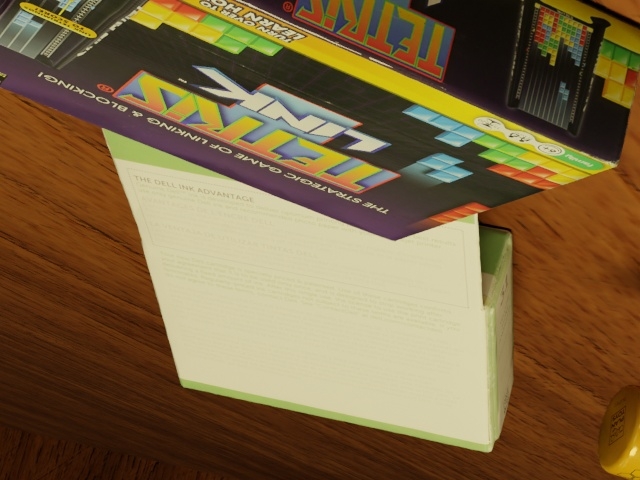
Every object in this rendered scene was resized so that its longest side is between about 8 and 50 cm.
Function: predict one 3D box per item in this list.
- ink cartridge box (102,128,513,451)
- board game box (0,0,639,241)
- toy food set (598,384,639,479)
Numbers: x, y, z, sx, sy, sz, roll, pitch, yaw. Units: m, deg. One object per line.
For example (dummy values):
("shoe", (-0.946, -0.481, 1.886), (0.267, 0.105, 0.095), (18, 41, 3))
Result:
("ink cartridge box", (0.000, 0.000, 0.664), (0.171, 0.056, 0.235), (11, 141, 17))
("board game box", (-0.012, -0.058, 0.450), (0.170, 0.048, 0.141), (21, 162, -19))
("toy food set", (0.201, 0.057, 0.537), (0.104, 0.111, 0.232), (18, 163, -10))
